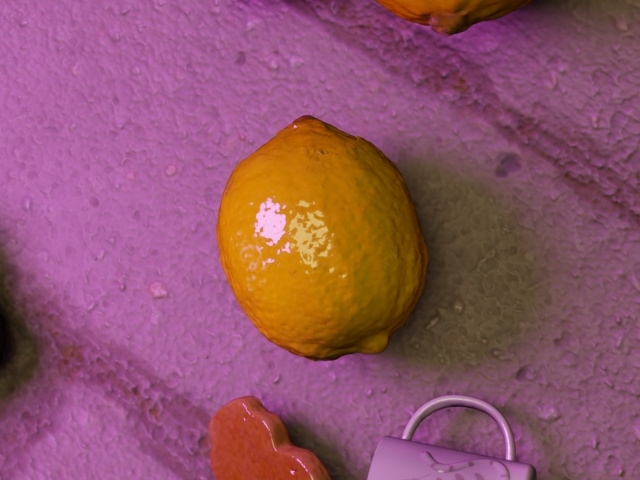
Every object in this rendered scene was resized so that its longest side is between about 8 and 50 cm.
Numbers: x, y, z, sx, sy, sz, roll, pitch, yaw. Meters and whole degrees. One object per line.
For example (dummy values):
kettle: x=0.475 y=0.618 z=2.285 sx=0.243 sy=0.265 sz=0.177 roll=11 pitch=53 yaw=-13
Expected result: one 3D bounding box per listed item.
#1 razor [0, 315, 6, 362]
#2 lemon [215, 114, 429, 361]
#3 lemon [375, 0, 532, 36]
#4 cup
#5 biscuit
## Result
razor: x=-0.468 y=0.102 z=1.272 sx=0.349 sy=0.113 sz=0.204 roll=-29 pitch=80 yaw=10
lemon: x=0.002 y=0.002 z=1.134 sx=0.180 sy=0.180 sz=0.193 roll=-36 pitch=99 yaw=8
lemon: x=0.106 y=-0.310 z=1.103 sx=0.267 sy=0.267 sz=0.267 roll=-2 pitch=83 yaw=14
cup: x=0.107 y=0.203 z=1.116 sx=0.133 sy=0.099 sz=0.136 roll=9 pitch=100 yaw=16
biscuit: x=-0.031 y=0.246 z=1.153 sx=0.144 sy=0.040 sz=0.236 roll=-39 pitch=65 yaw=35
